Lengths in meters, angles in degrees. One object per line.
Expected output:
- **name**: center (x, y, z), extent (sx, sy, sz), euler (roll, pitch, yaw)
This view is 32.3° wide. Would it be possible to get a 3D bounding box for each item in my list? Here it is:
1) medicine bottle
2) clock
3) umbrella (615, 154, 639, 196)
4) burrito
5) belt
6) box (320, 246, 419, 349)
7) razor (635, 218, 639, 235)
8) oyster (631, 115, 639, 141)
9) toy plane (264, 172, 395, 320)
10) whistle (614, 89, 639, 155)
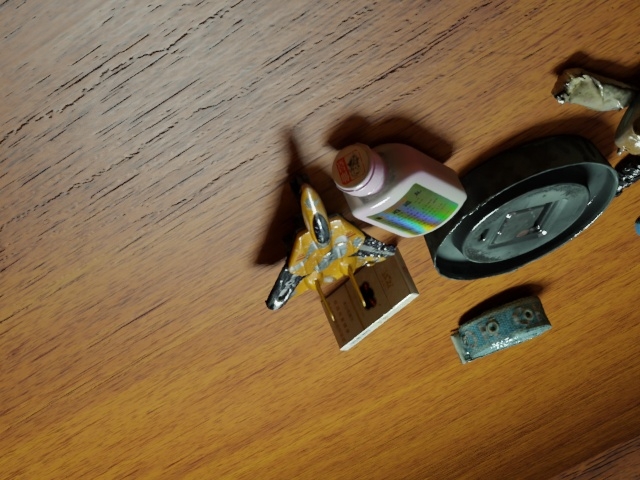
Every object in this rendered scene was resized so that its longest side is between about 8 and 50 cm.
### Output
- **medicine bottle**: center (0.098, -0.070, 1.460), extent (0.115, 0.078, 0.219), euler (-34, 152, 23)
- **clock**: center (0.304, -0.045, 1.690), extent (0.313, 0.061, 0.312), euler (-19, 153, -10)
- **umbrella**: center (0.481, -0.098, 1.761), extent (0.037, 0.040, 0.144), euler (-9, 154, -41)
- **burrito**: center (0.372, -0.200, 1.487), extent (0.171, 0.042, 0.051), euler (7, 133, -42)
- **belt**: center (0.346, 0.162, 2.081), extent (0.163, 0.082, 0.147), euler (-15, 163, -23)
- **box**: center (0.076, 0.091, 1.725), extent (0.024, 0.090, 0.167), euler (9, 139, -47)
- **razor**: center (0.687, -0.053, 2.009), extent (0.253, 0.042, 0.082), euler (-15, -167, -13)
- **oyster**: center (0.581, -0.233, 1.415), extent (0.396, 0.111, 0.204), euler (-28, 176, -33)
- **toy plane**: center (-0.005, -0.010, 1.480), extent (0.204, 0.103, 0.316), euler (-24, 147, -4)
- **whistle**: center (0.469, -0.200, 1.516), extent (0.220, 0.057, 0.107), euler (-65, 175, 36)
